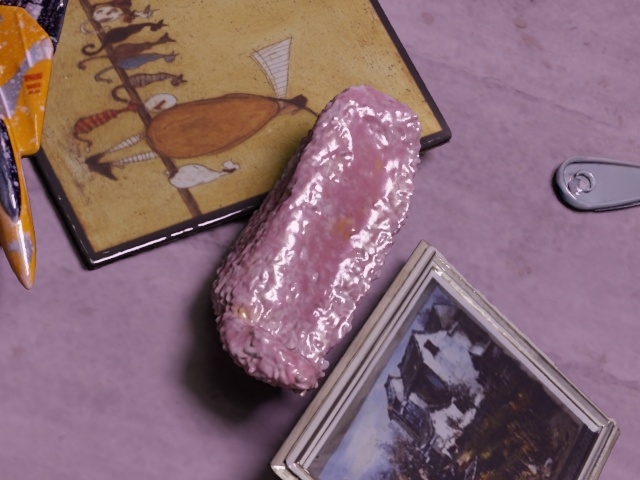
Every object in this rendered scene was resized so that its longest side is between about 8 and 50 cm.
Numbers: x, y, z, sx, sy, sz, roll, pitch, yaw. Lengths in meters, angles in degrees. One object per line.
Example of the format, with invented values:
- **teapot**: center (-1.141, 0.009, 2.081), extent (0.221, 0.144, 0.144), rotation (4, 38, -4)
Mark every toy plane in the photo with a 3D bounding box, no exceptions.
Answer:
- **toy plane**: center (-0.249, -0.105, 1.406), extent (0.204, 0.103, 0.316), rotation (-11, 76, -14)

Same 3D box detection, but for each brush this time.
- **brush**: center (0.345, -0.060, 1.666), extent (0.297, 0.060, 0.068), rotation (-3, 67, -25)

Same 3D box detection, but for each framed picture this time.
- **framed picture**: center (-0.089, -0.138, 1.527), extent (0.339, 0.014, 0.255), rotation (-20, 72, -25)
- **framed picture**: center (0.108, 0.152, 1.412), extent (0.232, 0.019, 0.296), rotation (43, 42, -7)

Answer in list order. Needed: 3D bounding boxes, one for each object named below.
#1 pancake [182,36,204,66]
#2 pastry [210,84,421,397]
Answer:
- **pancake**: center (-0.075, -0.152, 1.557), extent (0.108, 0.017, 0.108), rotation (10, 60, -18)
- **pastry**: center (-0.007, 0.006, 1.438), extent (0.103, 0.112, 0.265), rotation (35, 58, -12)
